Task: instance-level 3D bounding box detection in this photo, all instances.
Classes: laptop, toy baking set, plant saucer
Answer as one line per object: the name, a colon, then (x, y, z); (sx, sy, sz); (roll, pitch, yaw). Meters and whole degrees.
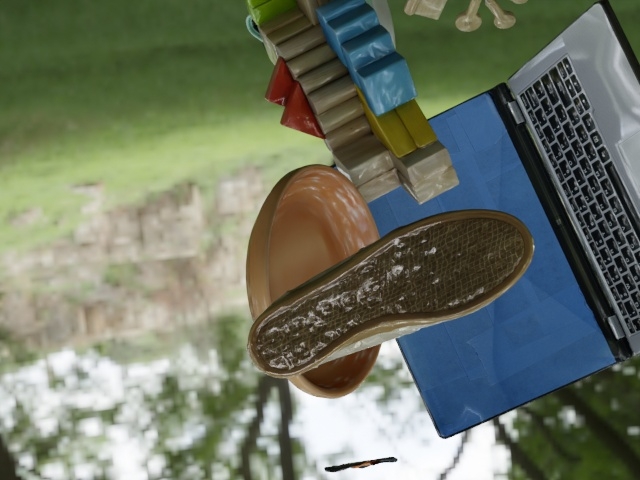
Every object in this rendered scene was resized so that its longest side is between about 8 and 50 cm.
laptop: (0.238, -0.010, 1.878); (0.236, 0.382, 0.408); (-21, 172, -23)
toy baking set: (0.221, -0.357, 2.073); (0.196, 0.030, 0.256); (21, 143, -32)
plant saucer: (-0.006, 0.036, 1.346); (0.037, 0.200, 0.200); (-6, -176, 32)

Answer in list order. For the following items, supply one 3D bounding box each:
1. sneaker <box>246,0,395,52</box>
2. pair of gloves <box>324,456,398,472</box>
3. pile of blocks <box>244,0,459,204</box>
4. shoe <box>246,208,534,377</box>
sneaker: (-0.013, -0.288, 1.771); (0.151, 0.256, 0.094); (-5, 141, -10)
pair of gloves: (0.049, 0.272, 1.912); (0.074, 0.010, 0.083); (-13, 172, 28)
pile of blocks: (-0.012, -0.181, 1.428); (0.112, 0.362, 0.149); (-28, 162, -8)
shoe: (0.049, 0.033, 1.141); (0.219, 0.077, 0.058); (-22, -177, 6)
